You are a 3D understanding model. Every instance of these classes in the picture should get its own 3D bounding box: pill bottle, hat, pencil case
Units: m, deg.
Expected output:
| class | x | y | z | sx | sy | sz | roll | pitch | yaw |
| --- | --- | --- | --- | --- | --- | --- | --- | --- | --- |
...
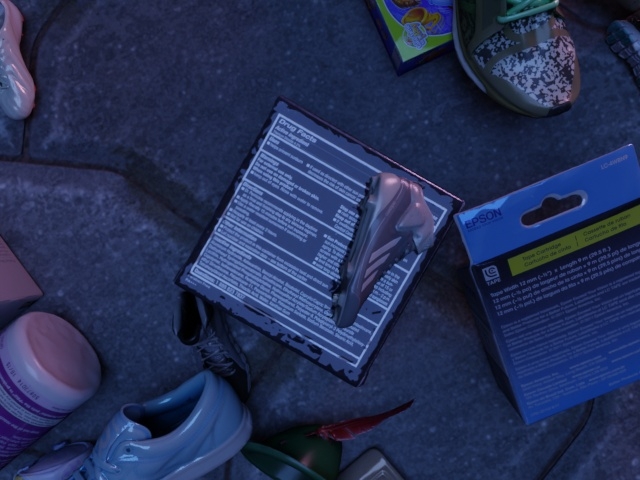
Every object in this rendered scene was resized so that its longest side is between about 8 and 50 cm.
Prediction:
| class | x | y | z | sx | sy | sz | roll | pitch | yaw |
| --- | --- | --- | --- | --- | --- | --- | --- | --- | --- |
| pill bottle | -0.510 | 0.262 | 0.826 | 0.301 | 0.169 | 0.169 | -38 | 89 | 2 |
| hat | 0.002 | 0.306 | 0.869 | 0.208 | 0.173 | 0.184 | 30 | 57 | 2 |
| pencil case | -0.389 | 0.468 | 0.850 | 0.124 | 0.113 | 0.273 | -19 | 91 | -20 |

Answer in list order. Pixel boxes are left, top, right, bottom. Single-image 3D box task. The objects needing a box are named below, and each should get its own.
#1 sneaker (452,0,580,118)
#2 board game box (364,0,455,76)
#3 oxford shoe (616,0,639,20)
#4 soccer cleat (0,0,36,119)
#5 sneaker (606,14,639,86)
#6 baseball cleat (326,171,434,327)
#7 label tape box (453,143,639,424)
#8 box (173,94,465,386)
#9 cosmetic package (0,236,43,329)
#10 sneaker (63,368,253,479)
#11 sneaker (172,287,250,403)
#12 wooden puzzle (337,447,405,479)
| class | x | y | z | sx | sy | sz | roll | pitch | yaw |
| --- | --- | --- | --- | --- | --- | --- | --- | --- | --- |
| sneaker | 0.247 | -0.361 | 0.701 | 0.158 | 0.182 | 0.411 | -21 | 91 | 2 |
| board game box | 0.160 | -0.472 | 0.834 | 0.233 | 0.078 | 0.347 | -25 | 90 | 2 |
| oxford shoe | 0.504 | -0.344 | 0.749 | 0.396 | 0.140 | 0.147 | 11 | 106 | 9 |
| soccer cleat | -0.514 | -0.296 | 0.864 | 0.068 | 0.076 | 0.196 | -7 | 91 | 2 |
| sneaker | 0.528 | -0.289 | 0.832 | 0.076 | 0.065 | 0.167 | -34 | 91 | -2 |
| baseball cleat | 0.083 | 0.021 | 0.671 | 0.109 | 0.072 | 0.206 | 16 | 95 | -7 |
| label tape box | 0.345 | 0.062 | 0.772 | 0.249 | 0.115 | 0.348 | -23 | 106 | 3 |
| box | 0.000 | 0.000 | 0.795 | 0.296 | 0.183 | 0.294 | 30 | 93 | -1 |
| cosmetic package | -0.582 | 0.065 | 0.835 | 0.151 | 0.151 | 0.184 | -37 | 88 | 3 |
| sneaker | -0.282 | 0.305 | 0.755 | 0.365 | 0.135 | 0.150 | -32 | 120 | -19 |
| sneaker | -0.181 | 0.170 | 0.830 | 0.086 | 0.132 | 0.229 | -20 | 90 | 2 |
| wooden puzzle | 0.086 | 0.497 | 0.874 | 0.221 | 0.044 | 0.239 | -41 | 85 | 3 |
